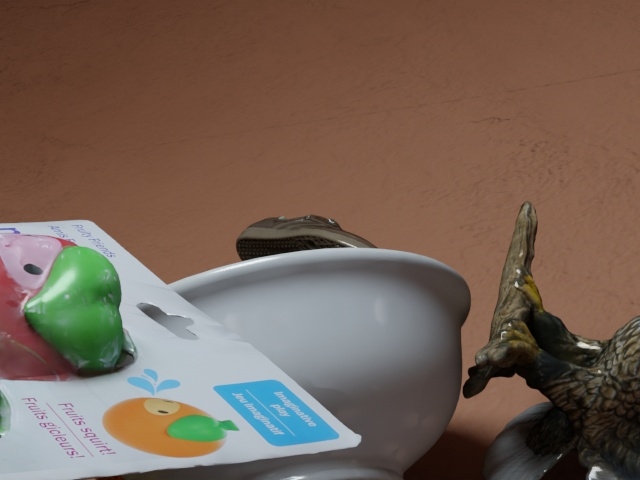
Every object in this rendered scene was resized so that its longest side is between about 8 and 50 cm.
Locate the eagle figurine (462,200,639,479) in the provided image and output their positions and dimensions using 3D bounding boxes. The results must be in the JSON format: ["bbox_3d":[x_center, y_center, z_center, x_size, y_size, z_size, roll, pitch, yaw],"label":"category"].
[{"bbox_3d":[0.257,0.103,0.990,0.298,0.225,0.226,18,81,6],"label":"eagle figurine"}]

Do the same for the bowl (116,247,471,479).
[{"bbox_3d":[-0.023,0.129,0.997,0.297,0.298,0.134,-16,66,5],"label":"bowl"}]

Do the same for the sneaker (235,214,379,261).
[{"bbox_3d":[0.000,0.000,1.397,0.188,0.066,0.071,10,38,40],"label":"sneaker"}]

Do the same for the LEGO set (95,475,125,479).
[{"bbox_3d":[-0.174,0.188,1.150,0.227,0.087,0.093,-14,29,5],"label":"LEGO set"}]

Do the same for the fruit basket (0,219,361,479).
[{"bbox_3d":[-0.207,0.033,0.681,0.353,0.166,0.327,-7,23,-31],"label":"fruit basket"}]
